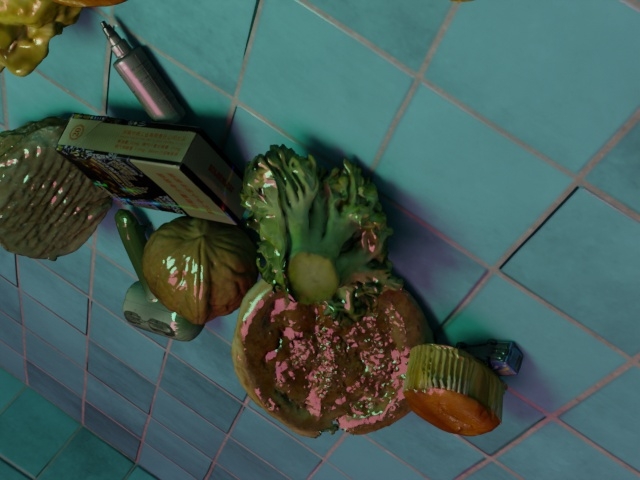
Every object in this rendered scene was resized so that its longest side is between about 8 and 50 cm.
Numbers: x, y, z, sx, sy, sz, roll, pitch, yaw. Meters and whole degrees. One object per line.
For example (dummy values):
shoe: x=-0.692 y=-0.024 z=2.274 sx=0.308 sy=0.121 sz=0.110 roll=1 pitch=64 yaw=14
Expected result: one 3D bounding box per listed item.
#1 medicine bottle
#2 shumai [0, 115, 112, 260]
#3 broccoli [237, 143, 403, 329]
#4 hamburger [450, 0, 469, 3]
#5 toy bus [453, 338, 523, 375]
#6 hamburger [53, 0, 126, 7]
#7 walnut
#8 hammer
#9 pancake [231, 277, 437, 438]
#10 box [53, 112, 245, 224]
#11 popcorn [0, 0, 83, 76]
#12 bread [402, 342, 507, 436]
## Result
medicine bottle: x=-0.303 y=-0.279 z=1.340 sx=0.057 sy=0.057 sz=0.199 roll=-6 pitch=127 yaw=44
shumai: x=-0.576 y=-0.155 z=1.646 sx=0.262 sy=0.267 sz=0.314 roll=50 pitch=124 yaw=35
broccoli: x=0.000 y=0.000 z=1.228 sx=0.288 sy=0.245 sz=0.248 roll=20 pitch=107 yaw=-12
hamburger: x=0.146 y=-0.328 z=0.879 sx=0.126 sy=0.081 sz=0.141 roll=8 pitch=136 yaw=35
toy bus: x=0.277 y=0.210 z=1.404 sx=0.061 sy=0.051 sz=0.153 roll=46 pitch=144 yaw=-22
hamburger: x=-0.283 y=-0.435 z=0.963 sx=0.291 sy=0.225 sz=0.291 roll=-1 pitch=134 yaw=-1
walnut: x=-0.224 y=0.046 z=1.516 sx=0.228 sy=0.228 sz=0.228 roll=23 pitch=142 yaw=19
hammer: x=-0.373 y=0.068 z=1.759 sx=0.206 sy=0.119 sz=0.335 roll=10 pitch=130 yaw=32
pancake: x=0.026 y=0.207 z=1.447 sx=0.382 sy=0.071 sz=0.382 roll=0 pitch=114 yaw=1
box: x=-0.292 y=-0.127 z=1.427 sx=0.310 sy=0.084 sz=0.198 roll=11 pitch=158 yaw=32
popcorn: x=-0.484 y=-0.389 z=1.265 sx=0.253 sy=0.190 sz=0.191 roll=-40 pitch=120 yaw=14
bread: x=0.228 y=0.260 z=1.365 sx=0.190 sy=0.114 sz=0.132 roll=33 pitch=147 yaw=-31
